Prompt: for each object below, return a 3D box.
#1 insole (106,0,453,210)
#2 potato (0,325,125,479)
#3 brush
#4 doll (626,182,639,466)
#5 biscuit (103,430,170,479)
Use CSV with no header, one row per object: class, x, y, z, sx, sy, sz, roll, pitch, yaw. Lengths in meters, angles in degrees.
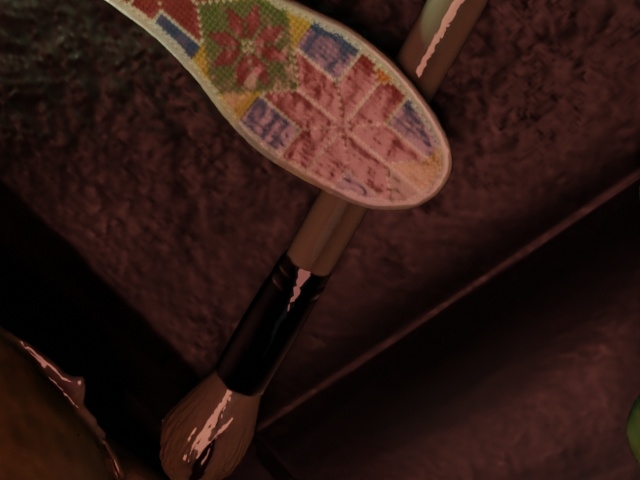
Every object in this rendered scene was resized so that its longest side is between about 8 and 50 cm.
insole,-0.029,-0.079,0.524,0.193,0.006,0.065,40,114,2
potato,-0.242,0.132,0.511,0.211,0.264,0.189,-16,122,28
brush,0.000,0.000,0.558,0.039,0.042,0.299,49,124,31
doll,0.240,0.083,0.467,0.198,0.186,0.322,-37,101,26
biscuit,-0.177,0.144,0.669,0.325,0.044,0.217,38,119,-7
